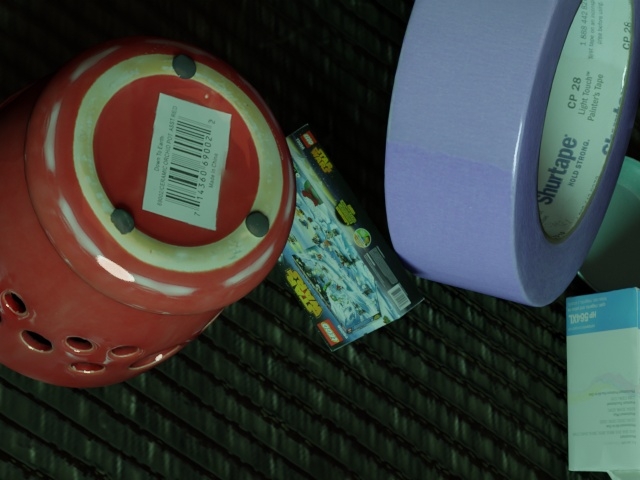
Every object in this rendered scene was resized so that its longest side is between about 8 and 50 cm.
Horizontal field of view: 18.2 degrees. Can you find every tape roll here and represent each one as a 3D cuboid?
[{"bbox_3d":[0.136,-0.099,1.318,0.090,0.275,0.275,15,57,22],"label":"tape roll"}]

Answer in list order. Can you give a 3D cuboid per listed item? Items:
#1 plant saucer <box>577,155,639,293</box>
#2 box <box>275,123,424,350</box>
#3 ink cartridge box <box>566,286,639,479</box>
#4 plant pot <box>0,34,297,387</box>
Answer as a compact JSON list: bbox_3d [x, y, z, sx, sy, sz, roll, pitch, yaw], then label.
[{"bbox_3d":[0.219,-0.005,1.477,0.119,0.021,0.119,10,68,-27],"label":"plant saucer"},{"bbox_3d":[0.000,0.000,1.307,0.027,0.094,0.137,-35,93,-33],"label":"box"},{"bbox_3d":[0.232,0.109,1.395,0.092,0.090,0.143,5,82,-28],"label":"ink cartridge box"},{"bbox_3d":[-0.123,-0.022,1.199,0.191,0.174,0.191,9,68,-25],"label":"plant pot"}]
